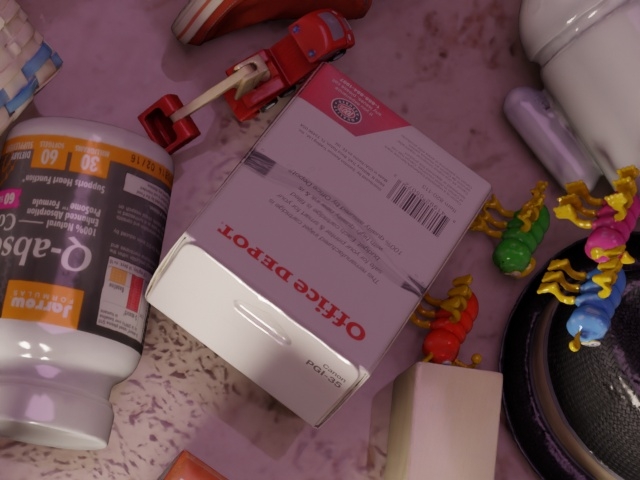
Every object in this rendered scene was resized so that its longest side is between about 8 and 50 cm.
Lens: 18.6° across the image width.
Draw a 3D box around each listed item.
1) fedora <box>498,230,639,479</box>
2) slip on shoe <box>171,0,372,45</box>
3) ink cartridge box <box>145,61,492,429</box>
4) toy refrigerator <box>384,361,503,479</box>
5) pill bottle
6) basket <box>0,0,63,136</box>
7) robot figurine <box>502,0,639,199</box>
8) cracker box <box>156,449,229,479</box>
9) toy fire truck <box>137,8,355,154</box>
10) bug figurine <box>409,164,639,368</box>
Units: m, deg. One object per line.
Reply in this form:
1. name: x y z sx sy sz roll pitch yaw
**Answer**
1. fedora: 0.342 0.133 1.864 0.334 0.152 0.334 2 76 -9
2. slip on shoe: 0.007 -0.261 1.922 0.331 0.123 0.101 -25 86 -20
3. ink cartridge box: 0.000 0.000 1.798 0.207 0.117 0.283 37 48 -1
4. toy refrigerator: 0.111 0.257 1.818 0.094 0.102 0.269 8 75 -8
5. pill bottle: -0.232 0.041 1.777 0.162 0.162 0.278 11 75 -8
6. basket: -0.403 -0.186 1.759 0.289 0.201 0.255 52 60 -22
7. robot figurine: 0.327 -0.168 1.910 0.300 0.200 0.353 -33 84 13
8. cracker box: -0.086 0.264 1.711 0.155 0.232 0.067 35 74 -1
9. toy fire truck: -0.068 -0.153 1.859 0.192 0.135 0.047 -34 84 21
10. bug figurine: 0.207 0.032 1.837 0.072 0.279 0.216 47 56 -24
